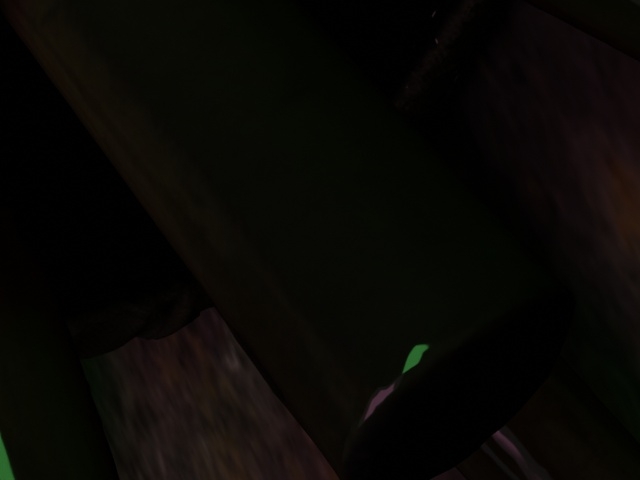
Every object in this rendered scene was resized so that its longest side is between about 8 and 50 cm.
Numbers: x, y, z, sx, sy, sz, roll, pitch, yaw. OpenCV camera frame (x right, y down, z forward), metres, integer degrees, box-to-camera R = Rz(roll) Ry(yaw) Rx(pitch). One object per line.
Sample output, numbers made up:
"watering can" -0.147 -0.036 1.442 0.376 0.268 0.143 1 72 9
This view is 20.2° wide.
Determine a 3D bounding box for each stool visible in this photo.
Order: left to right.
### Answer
"stool" 0.000 0.000 0.509 0.226 0.310 0.310 50 138 25
